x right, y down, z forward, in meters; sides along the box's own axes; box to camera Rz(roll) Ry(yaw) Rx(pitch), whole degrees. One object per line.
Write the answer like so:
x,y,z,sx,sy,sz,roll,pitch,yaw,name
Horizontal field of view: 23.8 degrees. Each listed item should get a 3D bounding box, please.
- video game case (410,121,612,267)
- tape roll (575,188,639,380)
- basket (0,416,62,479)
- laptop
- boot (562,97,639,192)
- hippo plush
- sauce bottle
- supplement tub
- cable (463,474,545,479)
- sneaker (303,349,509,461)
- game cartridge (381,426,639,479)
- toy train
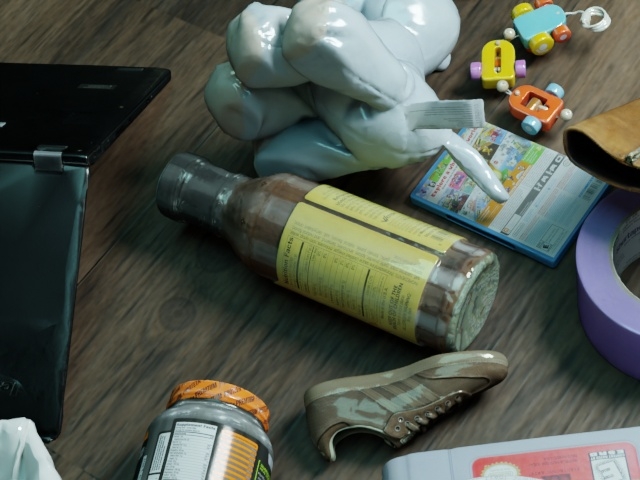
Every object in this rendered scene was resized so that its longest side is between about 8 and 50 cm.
0.190,-0.050,1.510,0.166,0.015,0.119,26,63,26,video game case
0.328,0.034,1.382,0.189,0.080,0.189,-5,54,7,tape roll
-0.286,0.373,1.116,0.328,0.266,0.331,-23,53,-16,basket
-0.389,-0.014,1.593,0.382,0.236,0.408,4,27,13,laptop
0.398,-0.096,1.376,0.264,0.096,0.280,27,33,27,boot
0.046,-0.199,1.507,0.294,0.234,0.236,1,49,23,hippo plush
0.000,0.000,1.451,0.344,0.111,0.111,24,62,25,sauce bottle
-0.106,0.223,1.303,0.117,0.117,0.190,4,54,13,supplement tub
0.138,0.304,1.125,0.257,0.089,0.257,31,88,13,cable
0.081,0.151,1.365,0.188,0.066,0.071,-13,69,7,sneaker
0.202,0.250,1.246,0.294,0.060,0.196,-8,48,4,game cartridge
0.229,-0.178,1.580,0.125,0.046,0.166,23,64,23,toy train
